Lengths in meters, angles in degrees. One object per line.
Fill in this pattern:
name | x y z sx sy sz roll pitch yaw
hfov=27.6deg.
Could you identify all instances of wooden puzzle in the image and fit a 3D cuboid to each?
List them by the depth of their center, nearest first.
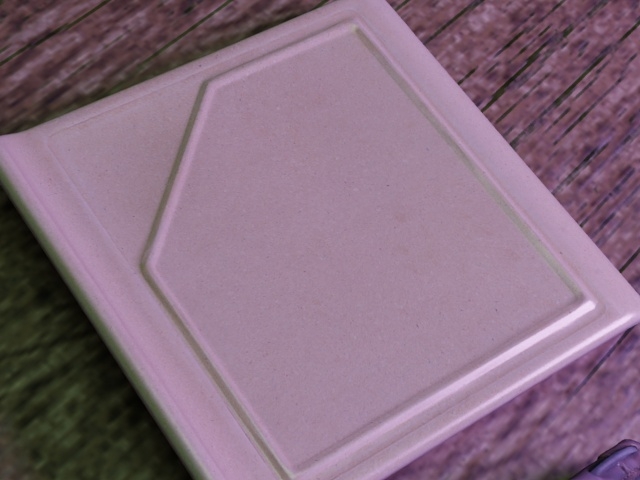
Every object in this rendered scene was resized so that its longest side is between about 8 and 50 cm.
wooden puzzle | 0.000 0.000 0.596 0.238 0.044 0.221 -25 66 -29

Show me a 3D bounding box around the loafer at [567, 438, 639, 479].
loafer | 0.059 0.145 0.459 0.302 0.109 0.095 -11 42 -42
